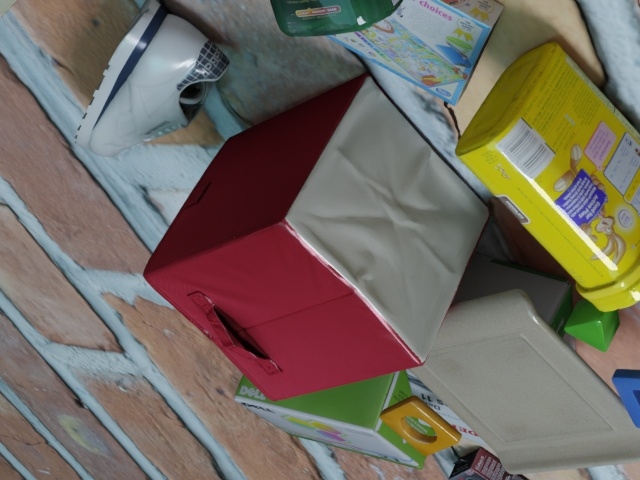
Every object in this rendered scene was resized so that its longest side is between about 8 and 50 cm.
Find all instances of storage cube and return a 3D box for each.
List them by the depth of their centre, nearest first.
[{"bbox_3d":[0.000,0.000,1.176,0.193,0.215,0.183,-19,122,46],"label":"storage cube"}]

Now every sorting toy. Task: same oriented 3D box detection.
[{"bbox_3d":[0.174,0.120,1.178,0.196,0.047,0.348,48,143,-19],"label":"sorting toy"}]

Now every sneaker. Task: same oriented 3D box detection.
[{"bbox_3d":[-0.162,-0.129,1.260,0.095,0.090,0.235,27,152,-10],"label":"sneaker"}]

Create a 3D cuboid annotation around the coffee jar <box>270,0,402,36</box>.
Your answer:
[{"bbox_3d":[-0.010,-0.237,0.933,0.096,0.079,0.184,0,126,32],"label":"coffee jar"}]

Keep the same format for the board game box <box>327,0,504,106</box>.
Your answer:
[{"bbox_3d":[0.055,-0.177,1.040,0.154,0.026,0.103,30,150,5],"label":"board game box"}]

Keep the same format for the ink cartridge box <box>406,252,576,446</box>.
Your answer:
[{"bbox_3d":[0.163,0.112,1.301,0.153,0.087,0.208,15,145,26],"label":"ink cartridge box"}]

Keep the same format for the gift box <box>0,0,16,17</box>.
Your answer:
[{"bbox_3d":[-0.441,-0.243,1.195,0.258,0.276,0.255,43,162,-25],"label":"gift box"}]

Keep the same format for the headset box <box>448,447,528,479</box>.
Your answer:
[{"bbox_3d":[0.194,0.278,1.569,0.083,0.032,0.062,34,150,-6],"label":"headset box"}]

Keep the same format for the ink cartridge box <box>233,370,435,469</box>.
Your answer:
[{"bbox_3d":[-0.007,0.143,1.427,0.189,0.097,0.255,9,161,34],"label":"ink cartridge box"}]

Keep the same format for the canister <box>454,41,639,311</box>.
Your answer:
[{"bbox_3d":[0.192,-0.049,1.005,0.170,0.126,0.073,44,148,-16],"label":"canister"}]
